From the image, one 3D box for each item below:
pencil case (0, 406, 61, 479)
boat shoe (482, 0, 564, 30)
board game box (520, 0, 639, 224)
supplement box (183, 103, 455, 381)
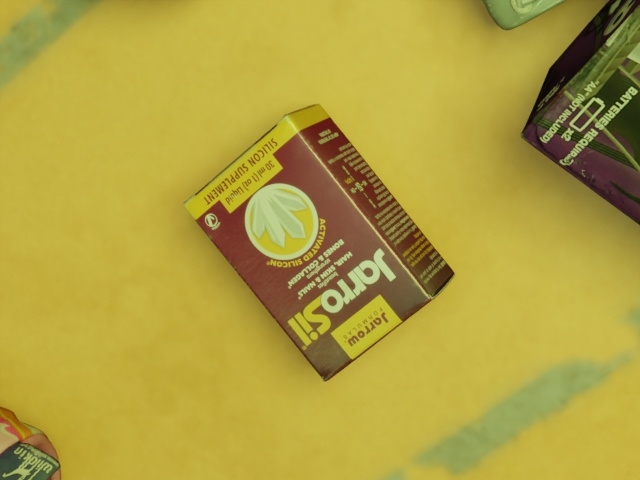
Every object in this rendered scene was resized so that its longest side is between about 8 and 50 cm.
[{"bbox_3d":[-0.243,0.083,0.611,0.284,0.124,0.124,22,107,13],"label":"pencil case"},{"bbox_3d":[0.143,-0.129,0.471,0.227,0.079,0.081,-20,104,25],"label":"boat shoe"},{"bbox_3d":[0.229,-0.079,0.374,0.208,0.056,0.347,33,134,-7],"label":"board game box"},{"bbox_3d":[0.000,0.000,0.555,0.055,0.043,0.083,-40,88,19],"label":"supplement box"}]
